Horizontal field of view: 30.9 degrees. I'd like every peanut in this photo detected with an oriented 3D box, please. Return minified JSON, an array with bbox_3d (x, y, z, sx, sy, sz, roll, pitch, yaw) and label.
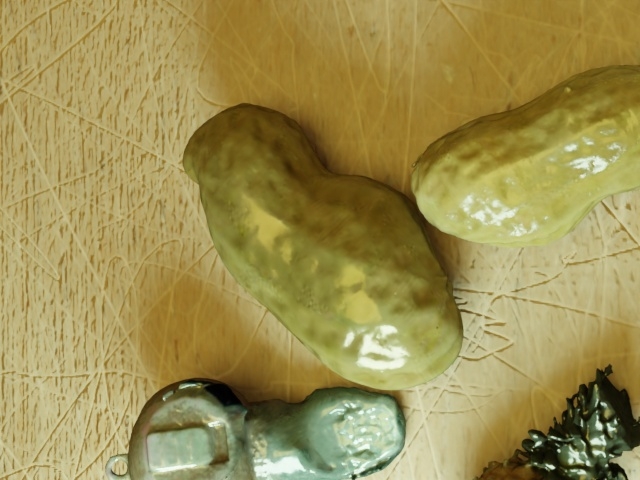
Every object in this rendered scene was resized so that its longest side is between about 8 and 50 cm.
[{"bbox_3d":[0.000,0.000,1.250,0.387,0.169,0.192,44,104,15],"label":"peanut"},{"bbox_3d":[0.243,-0.085,1.156,0.313,0.149,0.149,-24,85,19],"label":"peanut"}]

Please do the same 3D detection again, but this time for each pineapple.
[{"bbox_3d":[0.238,0.256,1.195,0.158,0.158,0.279,38,95,16],"label":"pineapple"}]

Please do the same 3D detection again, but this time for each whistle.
[{"bbox_3d":[-0.074,0.240,1.332,0.347,0.189,0.189,-9,91,2],"label":"whistle"}]
